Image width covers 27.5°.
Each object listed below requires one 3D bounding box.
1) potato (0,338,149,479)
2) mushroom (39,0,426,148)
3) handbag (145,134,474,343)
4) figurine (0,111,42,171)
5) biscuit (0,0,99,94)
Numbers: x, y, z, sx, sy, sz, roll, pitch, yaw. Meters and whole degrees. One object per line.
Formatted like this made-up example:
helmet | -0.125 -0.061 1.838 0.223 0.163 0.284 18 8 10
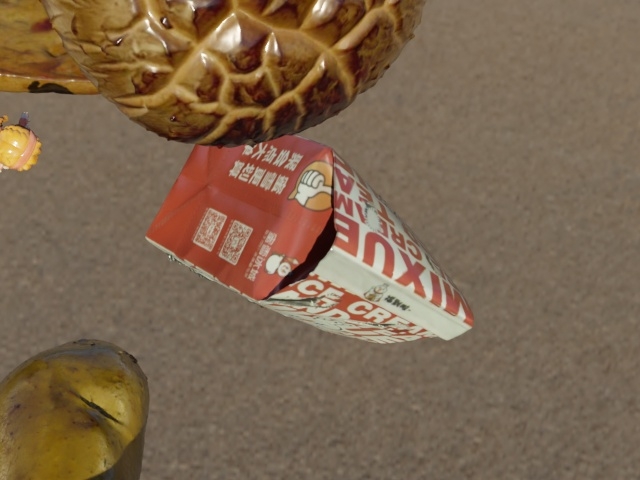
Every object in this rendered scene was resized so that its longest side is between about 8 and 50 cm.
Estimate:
potato | -0.249 0.240 1.146 0.196 0.176 0.369 -12 39 17
mushroom | -0.023 -0.085 0.394 0.126 0.109 0.085 -21 6 -22
handbag | 0.000 0.000 1.122 0.171 0.151 0.298 30 -5 -35
figurine | -0.281 -0.088 1.183 0.047 0.064 0.109 27 1 -21
biscuit | -0.298 -0.300 1.429 0.359 0.046 0.359 6 58 -10
